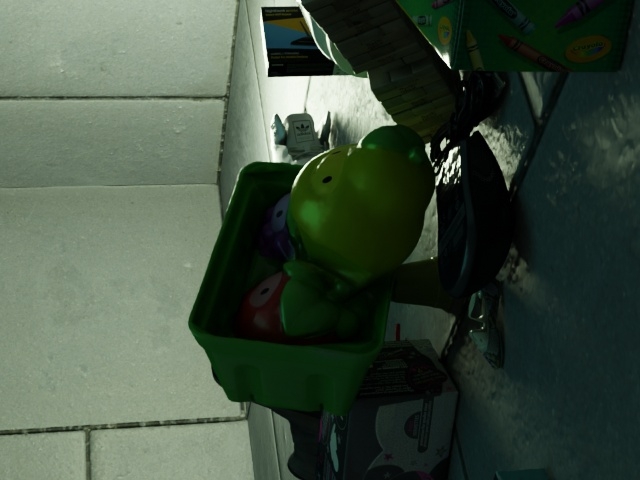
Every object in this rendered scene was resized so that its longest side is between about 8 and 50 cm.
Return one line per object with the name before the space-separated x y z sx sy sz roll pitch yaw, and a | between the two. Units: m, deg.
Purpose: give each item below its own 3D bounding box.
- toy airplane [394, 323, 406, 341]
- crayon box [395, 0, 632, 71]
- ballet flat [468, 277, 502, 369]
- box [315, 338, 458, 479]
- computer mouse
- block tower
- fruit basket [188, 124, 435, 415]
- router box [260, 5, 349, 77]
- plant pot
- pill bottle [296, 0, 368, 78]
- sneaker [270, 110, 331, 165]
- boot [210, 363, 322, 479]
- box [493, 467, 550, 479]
toy airplane | 0.122 0.197 1.829 0.151 0.028 0.151 4 -90 -88
crayon box | 0.177 -0.252 1.190 0.278 0.166 0.081 -112 24 -60
ballet flat | 0.201 0.102 1.451 0.041 0.041 0.114 -169 77 -79
box | 0.093 0.285 1.706 0.142 0.164 0.247 -115 26 -57
computer mouse | 0.191 -0.054 1.423 0.188 0.072 0.272 119 157 -58
block tower | 0.085 -0.243 1.452 0.335 0.091 0.097 43 -148 -54
fruit basket | 0.000 0.000 1.546 0.392 0.283 0.391 7 -90 -84
router box | -0.013 -0.353 2.092 0.046 0.179 0.133 102 162 -57
plant pot | 0.137 0.060 1.660 0.083 0.079 0.083 178 90 -80
pill bottle | 0.051 -0.363 1.845 0.264 0.153 0.153 -110 21 -56
sneaker | -0.031 -0.152 2.320 0.366 0.138 0.210 -178 84 -82
boot | -0.035 0.308 1.952 0.118 0.338 0.222 -61 -12 -48
box | 0.220 0.379 1.343 0.100 0.060 0.244 -107 19 -51
